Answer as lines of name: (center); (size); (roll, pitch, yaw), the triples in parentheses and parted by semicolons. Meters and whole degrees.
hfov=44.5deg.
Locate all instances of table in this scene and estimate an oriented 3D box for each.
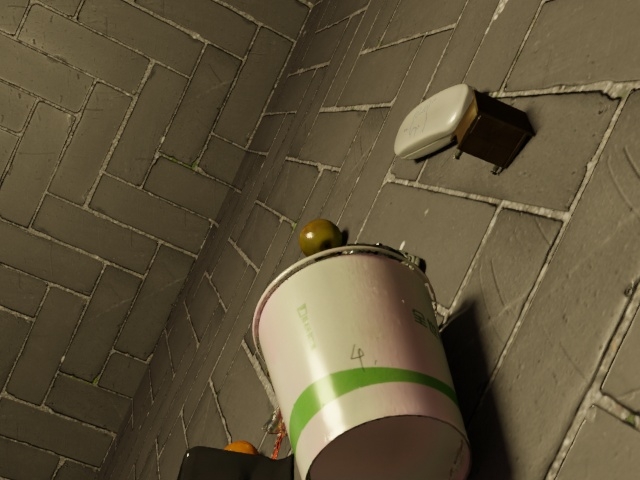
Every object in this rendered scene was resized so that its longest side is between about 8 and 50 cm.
table: (0.234, -0.148, 1.095); (0.070, 0.083, 0.082); (-84, 17, -55)

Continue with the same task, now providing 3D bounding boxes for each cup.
cup: (0.056, 0.179, 0.946); (0.253, 0.253, 0.274); (-58, 27, 25)

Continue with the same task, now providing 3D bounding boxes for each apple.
apple: (0.000, 0.000, 1.606); (0.090, 0.089, 0.074); (-62, 29, 12)

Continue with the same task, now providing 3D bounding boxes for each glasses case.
glasses case: (0.193, -0.199, 1.333); (0.092, 0.059, 0.233); (-68, 17, -14)

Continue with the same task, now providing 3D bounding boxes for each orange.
orange: (-0.155, 0.427, 1.504); (0.083, 0.083, 0.083); (-56, 19, 30)

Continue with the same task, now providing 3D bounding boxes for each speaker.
speaker: (-0.192, 0.540, 1.397); (0.180, 0.184, 0.388); (-89, 18, -58)

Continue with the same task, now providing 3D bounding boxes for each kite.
kite: (-0.065, 0.335, 1.474); (0.232, 0.009, 0.189); (-30, 39, 64)

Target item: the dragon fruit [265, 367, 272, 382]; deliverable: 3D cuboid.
dragon fruit: (-0.005, 0.236, 1.268); (0.175, 0.138, 0.142); (-27, 73, 19)

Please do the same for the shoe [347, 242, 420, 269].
shoe: (0.089, 0.034, 1.258); (0.071, 0.099, 0.169); (-69, 16, -3)
